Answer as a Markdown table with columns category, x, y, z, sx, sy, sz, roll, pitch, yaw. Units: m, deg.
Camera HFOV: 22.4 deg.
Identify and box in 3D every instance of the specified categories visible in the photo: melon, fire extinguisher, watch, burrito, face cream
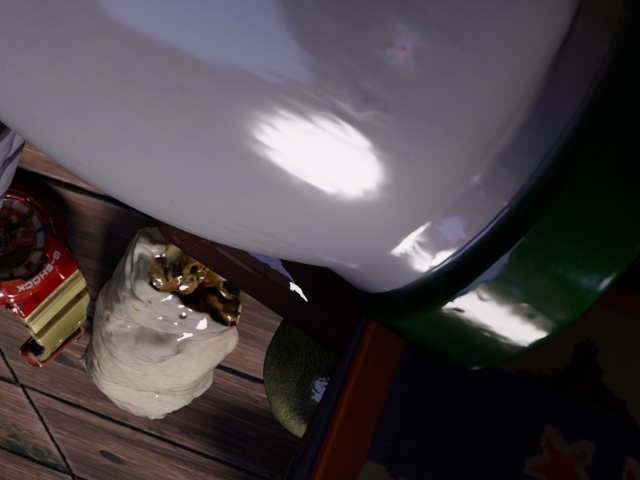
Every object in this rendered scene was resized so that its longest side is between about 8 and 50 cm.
| category | x | y | z | sx | sy | sz | roll | pitch | yaw |
| --- | --- | --- | --- | --- | --- | --- | --- | --- | --- |
| melon | 0.017 | 0.091 | 1.158 | 0.114 | 0.114 | 0.167 | 26 | 158 | 1 |
| fire extinguisher | 0.000 | 0.000 | 1.006 | 0.337 | 0.114 | 0.135 | 35 | 160 | -18 |
| watch | -0.268 | 0.035 | 1.342 | 0.165 | 0.102 | 0.268 | 41 | 158 | 11 |
| burrito | -0.129 | 0.073 | 1.309 | 0.117 | 0.076 | 0.392 | 23 | 157 | -6 |
| face cream | -0.025 | -0.119 | 0.685 | 0.357 | 0.219 | 0.312 | 34 | 153 | -18 |

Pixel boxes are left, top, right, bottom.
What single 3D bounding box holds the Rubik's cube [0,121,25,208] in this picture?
| category | x | y | z | sx | sy | sz | roll | pitch | yaw |
| --- | --- | --- | --- | --- | --- | --- | --- | --- | --- |
| Rubik's cube | -0.357 | -0.022 | 1.073 | 0.237 | 0.237 | 0.238 | 26 | 123 | -1 |

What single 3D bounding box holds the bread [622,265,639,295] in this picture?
| category | x | y | z | sx | sy | sz | roll | pitch | yaw |
| --- | --- | --- | --- | --- | --- | --- | --- | --- | --- |
| bread | 0.250 | 0.015 | 0.872 | 0.188 | 0.065 | 0.149 | 0 | 133 | 46 |

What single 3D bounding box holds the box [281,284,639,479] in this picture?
| category | x | y | z | sx | sy | sz | roll | pitch | yaw |
| --- | --- | --- | --- | --- | --- | --- | --- | --- | --- |
| box | 0.116 | 0.222 | 0.911 | 0.319 | 0.257 | 0.348 | 24 | 143 | 0 |
